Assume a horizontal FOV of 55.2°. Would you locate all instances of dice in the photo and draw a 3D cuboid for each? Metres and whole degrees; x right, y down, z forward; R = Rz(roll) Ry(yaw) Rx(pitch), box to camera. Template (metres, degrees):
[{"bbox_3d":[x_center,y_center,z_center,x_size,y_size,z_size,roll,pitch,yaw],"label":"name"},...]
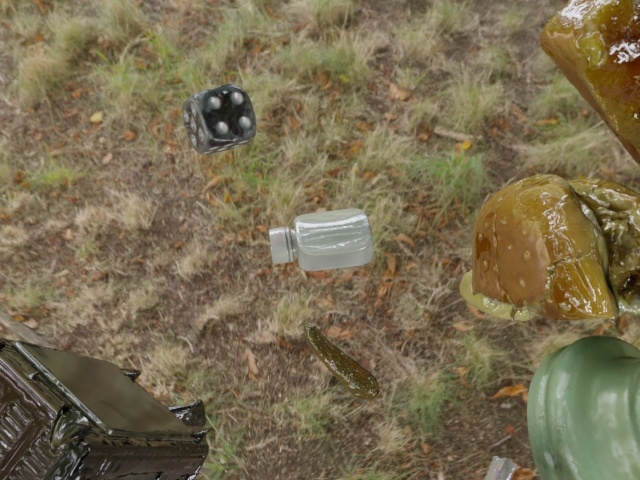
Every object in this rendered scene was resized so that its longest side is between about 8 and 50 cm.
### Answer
[{"bbox_3d":[-0.317,-0.378,1.921,0.183,0.181,0.183,-19,96,-27],"label":"dice"}]

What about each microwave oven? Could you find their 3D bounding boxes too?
[{"bbox_3d":[-0.244,0.213,0.572,0.188,0.247,0.178,30,81,23],"label":"microwave oven"}]

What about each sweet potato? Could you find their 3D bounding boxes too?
[{"bbox_3d":[0.049,0.323,1.622,0.273,0.075,0.075,44,70,1],"label":"sweet potato"}]

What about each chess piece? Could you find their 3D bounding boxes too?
[{"bbox_3d":[0.345,0.150,0.508,0.195,0.299,0.194,13,63,-27],"label":"chess piece"}]

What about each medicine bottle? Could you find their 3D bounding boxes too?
[{"bbox_3d":[0.000,0.000,1.119,0.183,0.069,0.119,-6,42,-6],"label":"medicine bottle"}]

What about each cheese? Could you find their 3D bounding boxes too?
[{"bbox_3d":[0.512,0.149,1.747,0.214,0.117,0.226,-5,21,-41],"label":"cheese"}]

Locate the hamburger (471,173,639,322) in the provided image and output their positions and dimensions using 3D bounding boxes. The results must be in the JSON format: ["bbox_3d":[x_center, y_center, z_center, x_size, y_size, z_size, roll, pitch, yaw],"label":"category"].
[{"bbox_3d":[0.244,0.006,0.664,0.144,0.283,0.156,-9,93,-10],"label":"hamburger"}]

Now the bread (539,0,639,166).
[{"bbox_3d":[0.423,-0.183,0.716,0.185,0.381,0.109,-48,33,14],"label":"bread"}]

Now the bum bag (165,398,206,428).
[{"bbox_3d":[-0.362,0.394,1.206,0.310,0.136,0.074,1,25,-40],"label":"bum bag"}]

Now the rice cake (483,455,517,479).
[{"bbox_3d":[0.384,0.626,1.417,0.055,0.049,0.269,22,91,-22],"label":"rice cake"}]
